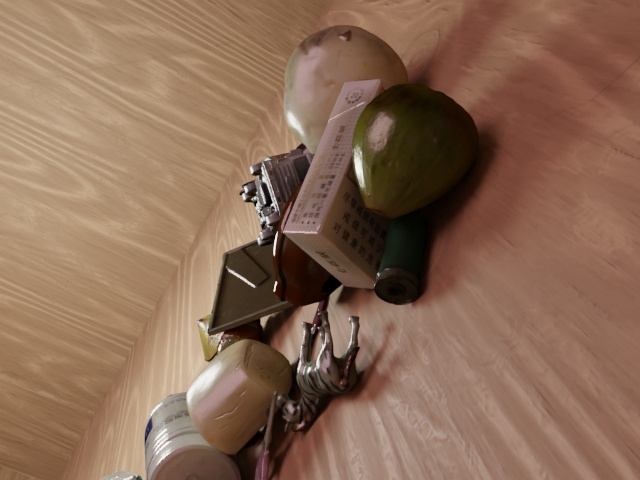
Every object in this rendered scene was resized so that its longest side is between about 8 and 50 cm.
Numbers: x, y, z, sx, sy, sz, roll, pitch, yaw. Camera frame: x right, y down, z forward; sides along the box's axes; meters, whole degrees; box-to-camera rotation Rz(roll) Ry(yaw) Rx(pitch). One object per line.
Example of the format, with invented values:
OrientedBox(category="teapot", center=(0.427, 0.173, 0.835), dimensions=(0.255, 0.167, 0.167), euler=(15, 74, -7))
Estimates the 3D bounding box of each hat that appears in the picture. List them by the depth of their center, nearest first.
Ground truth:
OrientedBox(category="hat", center=(-0.332, 0.259, 2.441), dimensions=(0.193, 0.082, 0.193), euler=(-55, 18, 28))

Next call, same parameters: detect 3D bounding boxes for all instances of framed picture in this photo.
OrientedBox(category="framed picture", center=(-0.154, 0.089, 2.045), dimensions=(0.247, 0.022, 0.335), euler=(-22, 30, 15))

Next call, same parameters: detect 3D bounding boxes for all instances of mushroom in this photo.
OrientedBox(category="mushroom", center=(0.078, -0.332, 1.896), dimensions=(0.314, 0.314, 0.336), euler=(-57, -13, 19))

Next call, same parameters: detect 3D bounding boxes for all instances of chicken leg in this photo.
OrientedBox(category="chicken leg", center=(-0.144, 0.400, 1.727), dimensions=(0.062, 0.037, 0.145), euler=(-55, 8, -37))

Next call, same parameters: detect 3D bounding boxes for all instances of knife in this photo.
OrientedBox(category="knife", center=(-0.016, 0.186, 1.694), dimensions=(0.035, 0.018, 0.247), euler=(-43, 24, 54))

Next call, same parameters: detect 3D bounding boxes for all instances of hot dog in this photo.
OrientedBox(category="hot dog", center=(-0.188, 0.245, 1.996), dimensions=(0.213, 0.103, 0.146), euler=(-73, -6, -46))

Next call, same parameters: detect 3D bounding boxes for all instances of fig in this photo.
OrientedBox(category="fig", center=(0.144, -0.156, 1.375), dimensions=(0.230, 0.207, 0.207), euler=(-33, 13, -10))

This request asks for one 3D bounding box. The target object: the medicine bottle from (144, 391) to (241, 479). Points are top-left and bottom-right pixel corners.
OrientedBox(category="medicine bottle", center=(-0.276, 0.463, 1.736), dimensions=(0.190, 0.190, 0.332), euler=(-62, 16, 1))

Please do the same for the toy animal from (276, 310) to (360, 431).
OrientedBox(category="toy animal", center=(-0.002, 0.223, 1.460), dimensions=(0.255, 0.090, 0.170), euler=(123, 146, -49))

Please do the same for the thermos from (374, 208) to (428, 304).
OrientedBox(category="thermos", center=(0.146, 0.017, 1.390), dimensions=(0.073, 0.083, 0.187), euler=(-17, 41, 34))

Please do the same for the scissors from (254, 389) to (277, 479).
OrientedBox(category="scissors", center=(-0.102, 0.378, 1.523), dimensions=(0.110, 0.021, 0.212), euler=(-122, 39, -73))

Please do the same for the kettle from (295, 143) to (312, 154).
OrientedBox(category="kettle", center=(-0.011, -0.172, 2.062), dimensions=(0.232, 0.144, 0.202), euler=(-50, 39, 27))

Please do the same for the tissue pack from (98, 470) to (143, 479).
OrientedBox(category="tissue pack", center=(-0.391, 0.626, 1.698), dimensions=(0.124, 0.271, 0.201), euler=(-24, 0, -24))

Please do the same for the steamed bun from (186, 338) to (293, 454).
OrientedBox(category="steamed bun", center=(-0.162, 0.296, 1.645), dimensions=(0.200, 0.155, 0.250), euler=(-47, 9, 9))

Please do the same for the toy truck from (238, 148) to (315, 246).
OrientedBox(category="toy truck", center=(-0.078, -0.092, 1.861), dimensions=(0.367, 0.175, 0.146), euler=(134, 118, -77))

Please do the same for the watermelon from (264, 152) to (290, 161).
OrientedBox(category="watermelon", center=(-0.113, -0.221, 2.508), dimensions=(0.158, 0.121, 0.098), euler=(-77, 0, -53))

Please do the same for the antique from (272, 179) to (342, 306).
OrientedBox(category="antique", center=(0.000, 0.000, 1.632), dimensions=(0.223, 0.129, 0.278), euler=(2, -74, -65))

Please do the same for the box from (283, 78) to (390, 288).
OrientedBox(category="box", center=(0.078, -0.103, 1.511), dimensions=(0.095, 0.210, 0.330), euler=(4, 64, 40))

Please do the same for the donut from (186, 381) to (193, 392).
OrientedBox(category="donut", center=(-0.303, 0.424, 2.097), dimensions=(0.184, 0.073, 0.166), euler=(-44, 23, 45))
